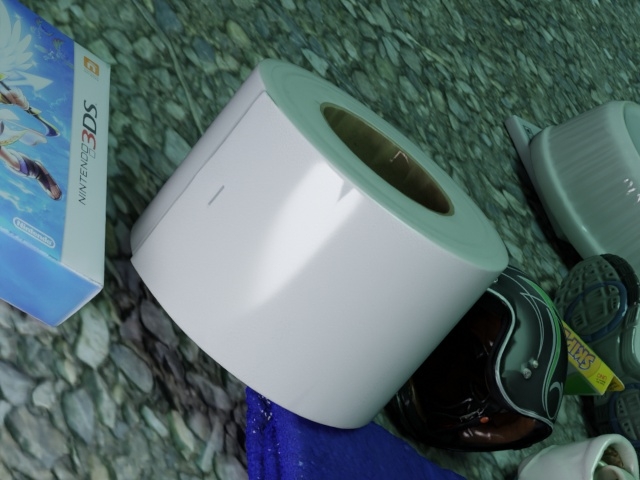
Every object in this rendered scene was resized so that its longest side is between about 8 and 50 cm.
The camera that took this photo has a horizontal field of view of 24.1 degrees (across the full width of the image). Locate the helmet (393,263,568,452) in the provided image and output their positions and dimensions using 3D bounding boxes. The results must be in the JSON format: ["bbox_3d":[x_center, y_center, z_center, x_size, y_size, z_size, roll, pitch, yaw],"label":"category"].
[{"bbox_3d":[0.142,0.097,1.350,0.169,0.169,0.161,25,55,-44],"label":"helmet"}]

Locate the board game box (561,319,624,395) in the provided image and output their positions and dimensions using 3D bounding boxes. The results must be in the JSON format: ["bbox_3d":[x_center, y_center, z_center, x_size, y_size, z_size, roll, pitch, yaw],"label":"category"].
[{"bbox_3d":[0.179,0.077,1.484,0.259,0.124,0.039,41,66,-21],"label":"board game box"}]

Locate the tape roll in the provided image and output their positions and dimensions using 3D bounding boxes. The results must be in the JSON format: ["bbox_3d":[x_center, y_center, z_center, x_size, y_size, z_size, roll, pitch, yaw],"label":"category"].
[{"bbox_3d":[0.000,0.000,1.153,0.246,0.169,0.246,37,16,-13],"label":"tape roll"}]

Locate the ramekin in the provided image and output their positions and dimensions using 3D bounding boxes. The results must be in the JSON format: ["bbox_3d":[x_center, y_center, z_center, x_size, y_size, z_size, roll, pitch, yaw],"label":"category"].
[{"bbox_3d":[0.404,-0.059,1.941,0.273,0.127,0.273,39,30,-28],"label":"ramekin"}]

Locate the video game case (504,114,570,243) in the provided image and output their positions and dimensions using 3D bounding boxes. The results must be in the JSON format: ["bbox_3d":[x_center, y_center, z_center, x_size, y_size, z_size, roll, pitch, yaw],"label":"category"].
[{"bbox_3d":[0.328,-0.066,1.996,0.173,0.022,0.190,19,42,-49],"label":"video game case"}]

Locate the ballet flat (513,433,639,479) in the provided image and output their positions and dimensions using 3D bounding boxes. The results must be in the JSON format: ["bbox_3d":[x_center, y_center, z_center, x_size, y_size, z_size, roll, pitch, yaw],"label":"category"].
[{"bbox_3d":[0.272,0.339,1.312,0.139,0.139,0.400,30,36,-40],"label":"ballet flat"}]

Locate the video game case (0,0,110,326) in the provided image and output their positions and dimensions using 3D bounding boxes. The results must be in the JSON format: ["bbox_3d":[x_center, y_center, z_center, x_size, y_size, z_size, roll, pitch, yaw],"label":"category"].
[{"bbox_3d":[-0.264,-0.102,1.032,0.269,0.061,0.244,35,32,-34],"label":"video game case"}]

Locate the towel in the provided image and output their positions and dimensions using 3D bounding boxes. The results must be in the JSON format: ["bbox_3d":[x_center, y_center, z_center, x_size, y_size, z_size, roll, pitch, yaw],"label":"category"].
[{"bbox_3d":[0.064,0.248,1.149,0.308,0.076,0.227,35,26,-30],"label":"towel"}]

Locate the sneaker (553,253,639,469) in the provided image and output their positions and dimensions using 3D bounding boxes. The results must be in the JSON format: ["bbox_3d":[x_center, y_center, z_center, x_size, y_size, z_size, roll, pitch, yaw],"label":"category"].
[{"bbox_3d":[0.346,0.148,1.714,0.129,0.111,0.297,48,27,-48],"label":"sneaker"}]
